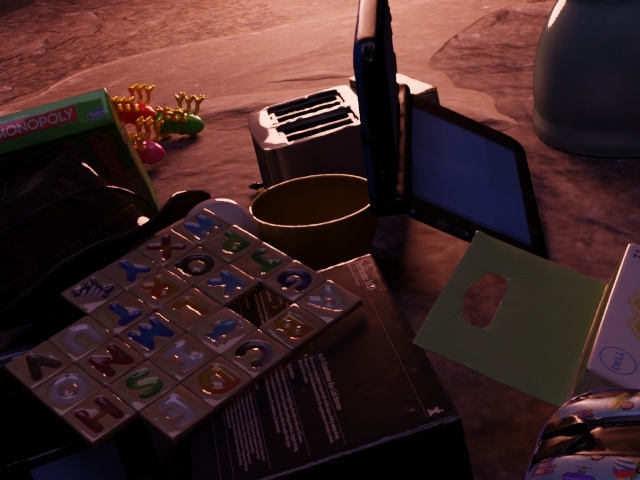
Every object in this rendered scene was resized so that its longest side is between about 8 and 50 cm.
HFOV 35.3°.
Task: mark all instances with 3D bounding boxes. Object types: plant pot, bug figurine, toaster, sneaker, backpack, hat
[{"bbox_3d":[0.000,0.000,1.043,0.134,0.095,0.134,-8,25,4],"label":"plant pot"},{"bbox_3d":[-0.306,-0.168,1.568,0.216,0.072,0.279,5,27,23],"label":"bug figurine"},{"bbox_3d":[0.396,-0.251,1.231,0.293,0.196,0.293,-12,25,6],"label":"plant pot"},{"bbox_3d":[-0.003,-0.105,1.244,0.186,0.110,0.168,-17,25,-4],"label":"toaster"},{"bbox_3d":[-0.331,0.145,0.915,0.319,0.112,0.131,-19,29,-11],"label":"sneaker"},{"bbox_3d":[0.215,0.160,0.596,0.173,0.116,0.158,0,30,26],"label":"backpack"},{"bbox_3d":[-0.274,-0.011,1.013,0.331,0.134,0.331,-35,3,2],"label":"hat"}]

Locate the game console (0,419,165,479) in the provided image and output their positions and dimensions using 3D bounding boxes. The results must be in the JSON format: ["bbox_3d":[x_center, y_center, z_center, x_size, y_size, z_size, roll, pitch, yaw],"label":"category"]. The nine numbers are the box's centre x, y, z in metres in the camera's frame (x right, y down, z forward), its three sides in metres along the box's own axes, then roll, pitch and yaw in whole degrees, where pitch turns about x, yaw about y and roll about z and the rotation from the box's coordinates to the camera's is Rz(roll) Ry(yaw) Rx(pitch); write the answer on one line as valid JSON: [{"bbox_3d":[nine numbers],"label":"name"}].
[{"bbox_3d":[-0.177,0.207,0.763,0.122,0.107,0.071,-18,-2,-8],"label":"game console"}]

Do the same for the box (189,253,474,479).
[{"bbox_3d":[-0.005,0.130,0.788,0.184,0.103,0.261,-19,26,-2],"label":"box"}]

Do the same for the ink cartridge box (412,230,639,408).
[{"bbox_3d":[0.210,0.063,0.755,0.235,0.056,0.171,26,39,11],"label":"ink cartridge box"}]

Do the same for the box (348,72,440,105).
[{"bbox_3d":[0.106,-0.203,1.444,0.059,0.054,0.169,-23,28,-17],"label":"box"}]

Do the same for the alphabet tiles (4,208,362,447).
[{"bbox_3d":[-0.118,0.065,0.800,0.198,0.009,0.237,29,48,36],"label":"alphabet tiles"}]

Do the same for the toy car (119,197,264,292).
[{"bbox_3d":[-0.110,0.062,0.960,0.136,0.159,0.182,43,55,18],"label":"toy car"}]

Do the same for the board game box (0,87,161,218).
[{"bbox_3d":[-0.315,-0.064,1.170,0.214,0.046,0.317,-17,-16,-5],"label":"board game box"}]

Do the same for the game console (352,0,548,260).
[{"bbox_3d":[0.135,-0.141,1.049,0.173,0.250,0.293,-5,31,7],"label":"game console"}]
